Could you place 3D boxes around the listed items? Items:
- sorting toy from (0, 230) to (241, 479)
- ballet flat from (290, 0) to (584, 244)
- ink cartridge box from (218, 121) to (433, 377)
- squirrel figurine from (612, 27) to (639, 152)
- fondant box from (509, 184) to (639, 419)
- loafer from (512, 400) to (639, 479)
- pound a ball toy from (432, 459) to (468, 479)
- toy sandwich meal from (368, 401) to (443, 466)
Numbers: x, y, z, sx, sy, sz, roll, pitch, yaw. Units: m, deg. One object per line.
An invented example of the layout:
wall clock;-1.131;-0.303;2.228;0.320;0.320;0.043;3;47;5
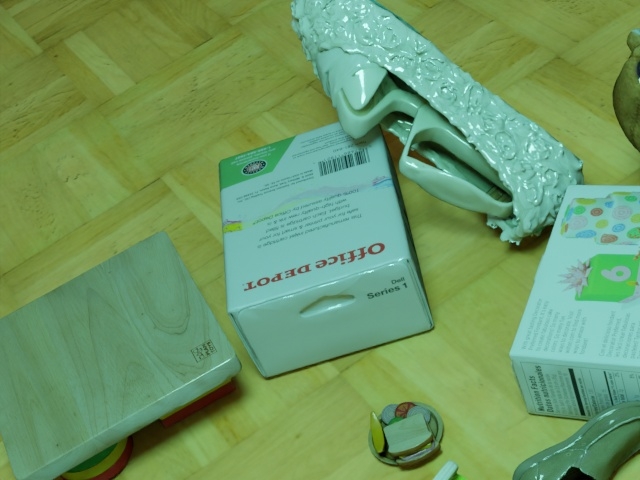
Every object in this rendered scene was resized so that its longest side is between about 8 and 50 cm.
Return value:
sorting toy;-0.233;0.145;1.382;0.256;0.089;0.257;-29;40;-6
ballet flat;0.107;-0.143;1.377;0.409;0.147;0.147;36;63;12
ink cartridge box;0.000;0.000;1.406;0.202;0.117;0.278;-17;39;7
squirrel figurine;0.498;-0.166;1.238;0.371;0.397;0.280;-20;77;31
fondant box;0.373;0.061;1.177;0.330;0.096;0.238;3;47;27
loafer;0.247;0.199;1.119;0.148;0.056;0.050;-33;40;4
pound a ball toy;0.089;0.367;0.975;0.208;0.135;0.319;33;62;17
toy sandwich meal;0.082;0.188;1.227;0.086;0.029;0.085;-14;41;12
